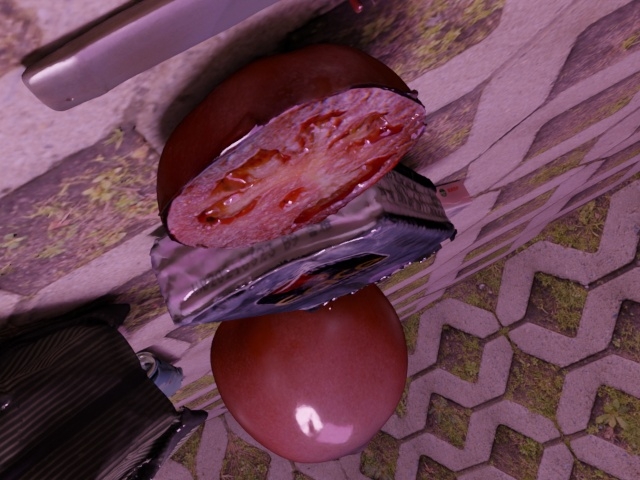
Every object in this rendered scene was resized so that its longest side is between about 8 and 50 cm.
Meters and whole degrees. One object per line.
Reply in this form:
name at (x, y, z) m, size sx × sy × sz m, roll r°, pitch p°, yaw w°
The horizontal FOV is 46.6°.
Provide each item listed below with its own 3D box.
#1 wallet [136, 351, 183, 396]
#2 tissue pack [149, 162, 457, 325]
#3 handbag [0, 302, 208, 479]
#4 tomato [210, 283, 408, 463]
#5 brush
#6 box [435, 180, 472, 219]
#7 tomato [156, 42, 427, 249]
wallet at (-0.345, 0.272, 1.341) m, size 0.176 × 0.075 × 0.250 m, roll -32°, pitch 168°, yaw -8°
tissue pack at (0.000, 0.000, 0.872) m, size 0.259 × 0.122 × 0.361 m, roll -28°, pitch 170°, yaw 16°
handbag at (-0.304, 0.235, 0.846) m, size 0.240 × 0.247 × 0.340 m, roll -34°, pitch -177°, yaw 29°
tomato at (-0.011, 0.202, 1.200) m, size 0.321 × 0.321 × 0.321 m, roll -26°, pitch 167°, yaw -6°
brush at (-0.015, -0.147, 0.433) m, size 0.321 × 0.050 × 0.060 m, roll -27°, pitch 171°, yaw 0°
box at (0.176, -0.044, 1.221) m, size 0.089 × 0.043 × 0.125 m, roll -16°, pitch 163°, yaw -42°
tomato at (-0.031, -0.079, 0.579) m, size 0.225 × 0.085 × 0.225 m, roll -23°, pitch 164°, yaw -7°
